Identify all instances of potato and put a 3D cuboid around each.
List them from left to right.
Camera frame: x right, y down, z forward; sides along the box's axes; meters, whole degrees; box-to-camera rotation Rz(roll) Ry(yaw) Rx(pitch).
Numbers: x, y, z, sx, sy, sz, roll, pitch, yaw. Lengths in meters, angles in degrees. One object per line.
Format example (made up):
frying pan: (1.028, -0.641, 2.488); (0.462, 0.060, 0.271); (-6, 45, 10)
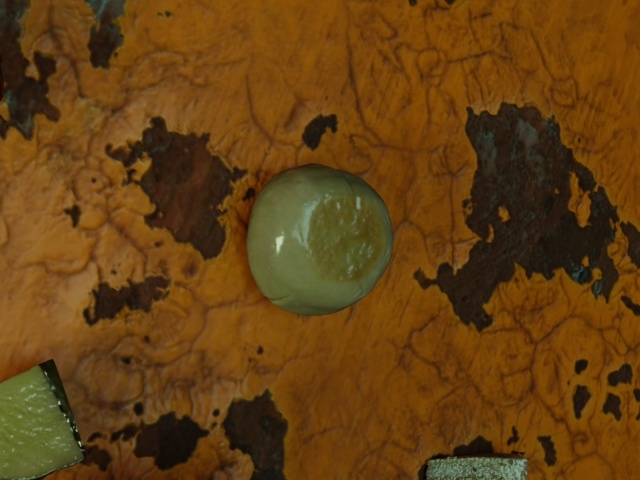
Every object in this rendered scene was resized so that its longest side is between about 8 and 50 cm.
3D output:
potato: (-0.264, 0.165, 0.900); (0.103, 0.066, 0.096); (-15, 74, -23)

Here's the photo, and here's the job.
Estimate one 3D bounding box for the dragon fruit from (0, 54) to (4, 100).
dragon fruit: (-0.318, -0.141, 0.843); (0.121, 0.130, 0.142); (-19, 103, 2)

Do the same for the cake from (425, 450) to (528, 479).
cake: (0.175, 0.266, 1.191); (0.121, 0.065, 0.052); (2, 86, -26)

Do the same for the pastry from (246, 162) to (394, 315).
pastry: (0.000, 0.000, 1.058); (0.156, 0.092, 0.157); (-2, 94, -26)
